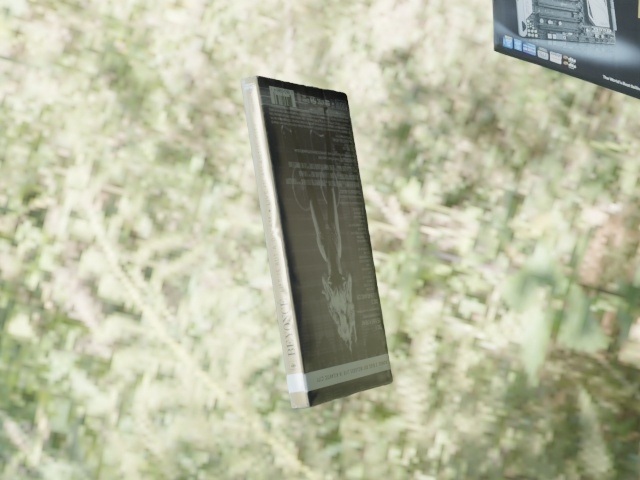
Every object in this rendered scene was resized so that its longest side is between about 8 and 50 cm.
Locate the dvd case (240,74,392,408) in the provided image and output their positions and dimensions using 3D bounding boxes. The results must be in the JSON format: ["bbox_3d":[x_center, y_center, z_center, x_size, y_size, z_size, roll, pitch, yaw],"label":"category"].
[{"bbox_3d":[0.000,0.000,1.093,0.018,0.164,0.221,-11,87,22],"label":"dvd case"}]

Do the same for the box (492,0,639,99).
[{"bbox_3d":[0.326,-0.284,1.688,0.307,0.076,0.242,26,138,35],"label":"box"}]
